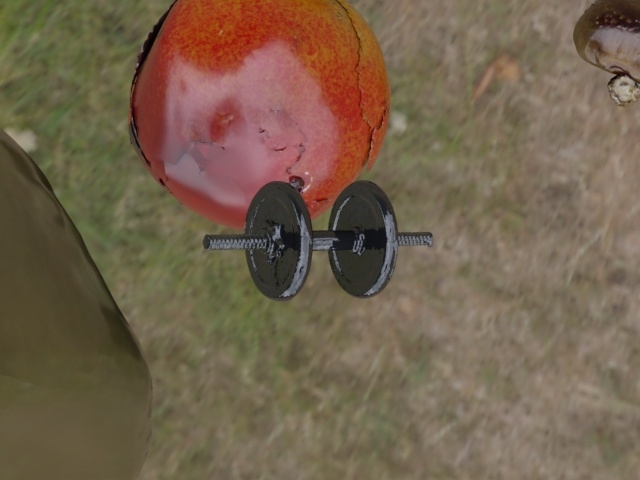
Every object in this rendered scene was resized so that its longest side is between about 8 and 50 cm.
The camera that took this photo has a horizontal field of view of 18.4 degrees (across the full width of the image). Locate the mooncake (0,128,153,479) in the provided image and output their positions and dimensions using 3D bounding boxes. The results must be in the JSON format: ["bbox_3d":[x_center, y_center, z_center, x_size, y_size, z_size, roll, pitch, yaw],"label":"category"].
[{"bbox_3d":[-0.277,0.092,0.998,0.378,0.378,0.201,-45,63,31],"label":"mooncake"}]

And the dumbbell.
[{"bbox_3d":[0.000,0.000,1.120,0.147,0.069,0.069,-1,127,-31],"label":"dumbbell"}]

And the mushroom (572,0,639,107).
[{"bbox_3d":[0.275,-0.163,1.656,0.127,0.127,0.087,18,118,8],"label":"mushroom"}]

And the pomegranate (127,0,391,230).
[{"bbox_3d":[-0.045,-0.121,1.555,0.210,0.235,0.210,10,152,6],"label":"pomegranate"}]
